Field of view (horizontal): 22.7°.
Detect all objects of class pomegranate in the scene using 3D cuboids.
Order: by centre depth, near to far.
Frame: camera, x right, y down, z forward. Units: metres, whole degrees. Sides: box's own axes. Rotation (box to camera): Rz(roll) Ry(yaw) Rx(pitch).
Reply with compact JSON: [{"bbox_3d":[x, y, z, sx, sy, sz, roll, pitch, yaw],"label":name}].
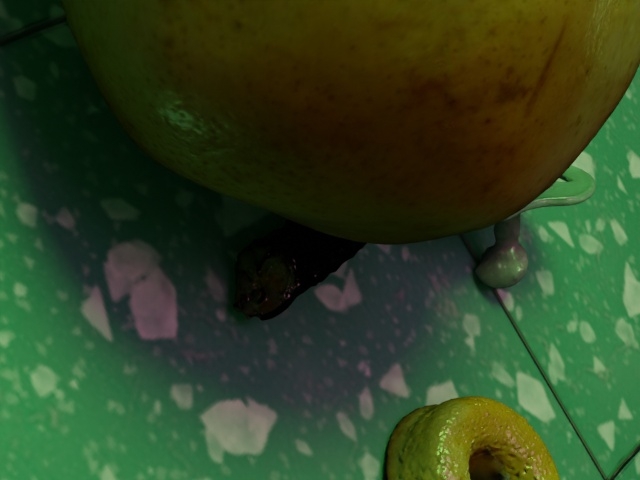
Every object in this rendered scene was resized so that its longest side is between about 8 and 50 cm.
[{"bbox_3d":[0.017,-0.204,0.998,0.416,0.416,0.417,22,55,-35],"label":"pomegranate"}]

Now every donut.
[{"bbox_3d":[0.114,0.179,1.111,0.152,0.058,0.152,22,53,-33],"label":"donut"}]

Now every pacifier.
[{"bbox_3d":[0.133,-0.021,1.221,0.150,0.127,0.117,-18,119,-31],"label":"pacifier"}]

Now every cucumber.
[{"bbox_3d":[0.000,0.000,1.100,0.181,0.053,0.053,-34,94,-50],"label":"cucumber"}]
